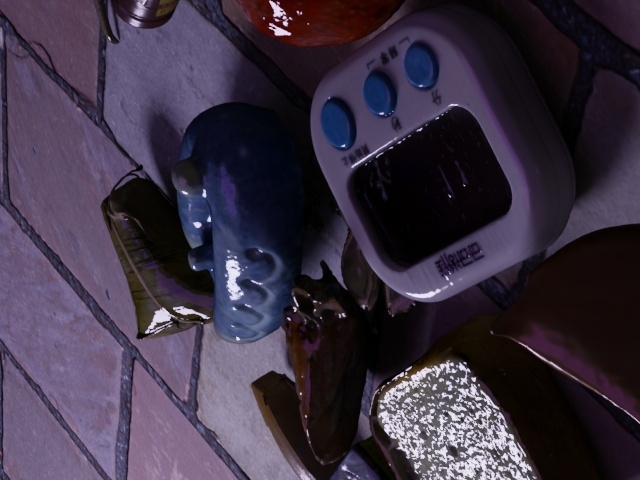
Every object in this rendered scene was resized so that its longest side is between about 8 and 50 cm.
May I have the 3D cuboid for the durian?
[{"bbox_3d":[0.068,-0.001,1.867,0.110,0.071,0.140,-13,99,24],"label":"durian"}]

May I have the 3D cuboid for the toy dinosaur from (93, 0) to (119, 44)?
[{"bbox_3d":[-0.273,-0.357,2.170,0.200,0.072,0.251,48,138,9],"label":"toy dinosaur"}]

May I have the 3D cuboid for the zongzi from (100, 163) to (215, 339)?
[{"bbox_3d":[-0.162,0.005,2.245,0.204,0.094,0.205,-12,99,50],"label":"zongzi"}]

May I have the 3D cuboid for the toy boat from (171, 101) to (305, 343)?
[{"bbox_3d":[-0.108,-0.017,2.044,0.330,0.123,0.215,113,143,-62],"label":"toy boat"}]

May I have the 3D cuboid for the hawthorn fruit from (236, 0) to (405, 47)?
[{"bbox_3d":[-0.005,-0.264,1.677,0.205,0.205,0.253,55,156,18],"label":"hawthorn fruit"}]

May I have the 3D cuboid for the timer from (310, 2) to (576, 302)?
[{"bbox_3d":[0.108,-0.077,1.716,0.262,0.087,0.237,-31,86,52],"label":"timer"}]

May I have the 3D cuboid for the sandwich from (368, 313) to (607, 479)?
[{"bbox_3d":[0.157,0.205,1.868,0.226,0.087,0.251,59,148,8],"label":"sandwich"}]

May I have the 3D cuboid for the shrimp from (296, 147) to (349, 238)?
[{"bbox_3d":[0.003,-0.001,2.025,0.148,0.035,0.195,48,146,23],"label":"shrimp"}]

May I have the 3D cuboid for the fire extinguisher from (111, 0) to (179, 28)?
[{"bbox_3d":[-0.172,-0.317,1.992,0.252,0.106,0.075,123,138,-57],"label":"fire extinguisher"}]

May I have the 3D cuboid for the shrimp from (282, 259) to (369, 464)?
[{"bbox_3d":[0.006,0.125,1.943,0.317,0.077,0.168,66,-151,-65],"label":"shrimp"}]

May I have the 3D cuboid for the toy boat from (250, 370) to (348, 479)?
[{"bbox_3d":[-0.012,0.241,2.201,0.206,0.064,0.072,56,164,11],"label":"toy boat"}]

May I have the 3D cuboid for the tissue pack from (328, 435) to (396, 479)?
[{"bbox_3d":[0.095,0.338,2.047,0.235,0.073,0.173,50,138,15],"label":"tissue pack"}]

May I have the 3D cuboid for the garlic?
[{"bbox_3d":[0.299,0.131,1.480,0.338,0.196,0.151,49,163,22],"label":"garlic"}]
